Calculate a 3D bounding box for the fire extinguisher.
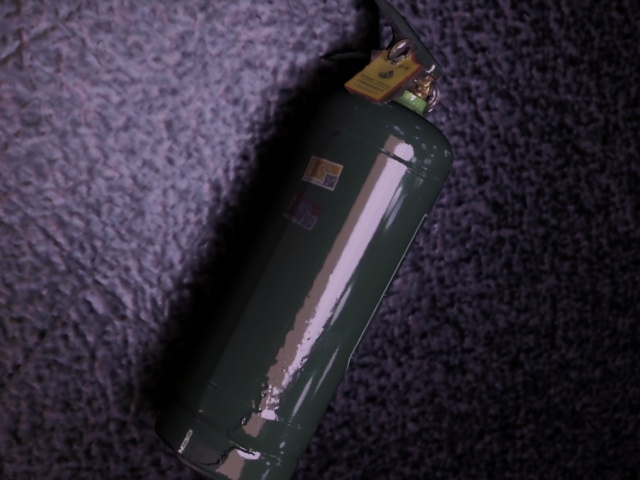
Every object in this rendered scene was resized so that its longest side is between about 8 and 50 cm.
[{"bbox_3d":[0.000,0.000,0.786,0.311,0.114,0.095,-61,153,2],"label":"fire extinguisher"}]
